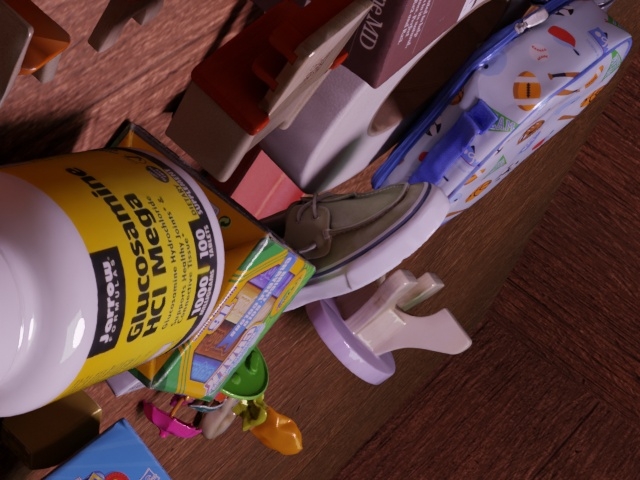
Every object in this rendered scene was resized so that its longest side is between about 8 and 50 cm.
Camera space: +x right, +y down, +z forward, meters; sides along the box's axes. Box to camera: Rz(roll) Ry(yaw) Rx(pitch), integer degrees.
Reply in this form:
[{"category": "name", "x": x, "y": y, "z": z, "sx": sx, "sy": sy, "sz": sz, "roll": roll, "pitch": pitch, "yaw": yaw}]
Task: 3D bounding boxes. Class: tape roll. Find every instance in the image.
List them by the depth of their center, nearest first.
[{"category": "tape roll", "x": 0.100, "y": -0.205, "z": 1.716, "sx": 0.392, "sy": 0.072, "sz": 0.392, "roll": -42, "pitch": 170, "yaw": -9}]

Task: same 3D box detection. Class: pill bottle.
[{"category": "pill bottle", "x": -0.223, "y": 0.031, "z": 1.299, "sx": 0.188, "sy": 0.188, "sz": 0.334, "roll": -57, "pitch": 166, "yaw": 19}]

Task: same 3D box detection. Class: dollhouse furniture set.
[{"category": "dollhouse furniture set", "x": -0.105, "y": -0.174, "z": 1.017, "sx": 0.262, "sy": 0.259, "sz": 0.135, "roll": -44, "pitch": 174, "yaw": -40}]

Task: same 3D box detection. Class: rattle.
[{"category": "rattle", "x": -0.108, "y": 0.264, "z": 2.439, "sx": 0.130, "sy": 0.142, "sz": 0.199, "roll": -32, "pitch": 169, "yaw": -9}]

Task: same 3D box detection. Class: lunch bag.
[{"category": "lunch bag", "x": 0.192, "y": -0.143, "z": 1.827, "sx": 0.243, "sy": 0.115, "sz": 0.303, "roll": -34, "pitch": 168, "yaw": -40}]

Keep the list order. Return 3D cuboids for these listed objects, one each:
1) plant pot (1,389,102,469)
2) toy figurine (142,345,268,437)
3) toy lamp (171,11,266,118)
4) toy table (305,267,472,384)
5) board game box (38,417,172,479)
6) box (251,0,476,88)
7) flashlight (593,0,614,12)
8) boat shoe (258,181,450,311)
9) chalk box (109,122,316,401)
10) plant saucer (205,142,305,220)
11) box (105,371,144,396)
[{"category": "plant pot", "x": -0.288, "y": 0.191, "z": 1.747, "sx": 0.083, "sy": 0.081, "sz": 0.081, "roll": -39, "pitch": 162, "yaw": -28}, {"category": "toy figurine", "x": -0.161, "y": 0.180, "z": 2.155, "sx": 0.159, "sy": 0.130, "sz": 0.173, "roll": -45, "pitch": -163, "yaw": 30}, {"category": "toy lamp", "x": -0.042, "y": -0.209, "z": 1.551, "sx": 0.274, "sy": 0.080, "sz": 0.080, "roll": -55, "pitch": 167, "yaw": 17}, {"category": "toy table", "x": 0.095, "y": 0.102, "z": 2.548, "sx": 0.161, "sy": 0.252, "sz": 0.274, "roll": -38, "pitch": 180, "yaw": 11}, {"category": "board game box", "x": -0.306, "y": 0.320, "z": 1.723, "sx": 0.302, "sy": 0.086, "sz": 0.308, "roll": -37, "pitch": 177, "yaw": -14}, {"category": "box", "x": 0.032, "y": -0.271, "z": 1.360, "sx": 0.167, "sy": 0.203, "sz": 0.168, "roll": -42, "pitch": 162, "yaw": -39}, {"category": "flashlight", "x": 0.310, "y": -0.315, "z": 1.796, "sx": 0.304, "sy": 0.103, "sz": 0.103, "roll": 94, "pitch": 20, "yaw": -78}, {"category": "boat shoe", "x": 0.000, "y": 0.000, "z": 1.719, "sx": 0.302, "sy": 0.094, "sz": 0.109, "roll": -26, "pitch": -159, "yaw": 40}, {"category": "chalk box", "x": -0.136, "y": 0.034, "z": 1.624, "sx": 0.179, "sy": 0.180, "sz": 0.289, "roll": -51, "pitch": 166, "yaw": -1}, {"category": "plant saucer", "x": -0.076, "y": -0.060, "z": 1.884, "sx": 0.259, "sy": 0.048, "sz": 0.258, "roll": -57, "pitch": 166, "yaw": 12}, {"category": "box", "x": -0.153, "y": 0.108, "z": 1.962, "sx": 0.186, "sy": 0.038, "sz": 0.145, "roll": -37, "pitch": 172, "yaw": 18}]
